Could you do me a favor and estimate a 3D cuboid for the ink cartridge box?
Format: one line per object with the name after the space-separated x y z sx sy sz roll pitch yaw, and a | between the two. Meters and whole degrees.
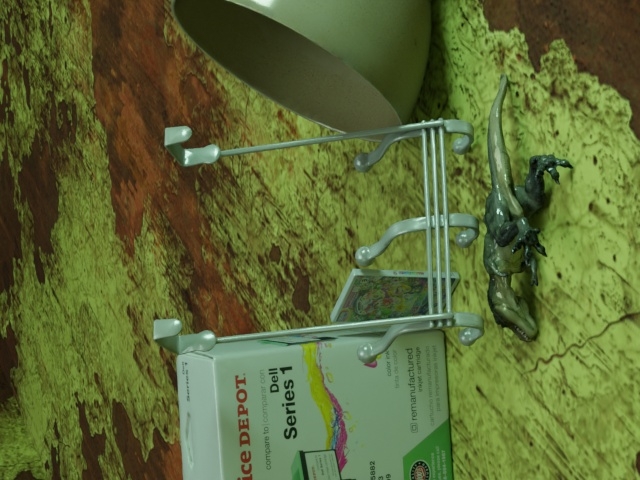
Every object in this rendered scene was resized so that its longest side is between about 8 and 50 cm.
-0.005 0.207 1.724 0.117 0.278 0.201 -179 85 -66 | ink cartridge box

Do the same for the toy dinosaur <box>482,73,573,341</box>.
0.191 -0.032 1.518 0.118 0.064 0.268 -178 88 -73 | toy dinosaur

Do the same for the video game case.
0.080 0.062 1.699 0.087 0.122 0.011 114 151 -47 | video game case

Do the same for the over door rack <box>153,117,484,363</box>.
0.000 0.000 1.606 0.108 0.324 0.239 81 -172 -65 | over door rack

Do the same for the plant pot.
0.008 -0.261 1.687 0.191 0.284 0.284 -61 22 -10 | plant pot
